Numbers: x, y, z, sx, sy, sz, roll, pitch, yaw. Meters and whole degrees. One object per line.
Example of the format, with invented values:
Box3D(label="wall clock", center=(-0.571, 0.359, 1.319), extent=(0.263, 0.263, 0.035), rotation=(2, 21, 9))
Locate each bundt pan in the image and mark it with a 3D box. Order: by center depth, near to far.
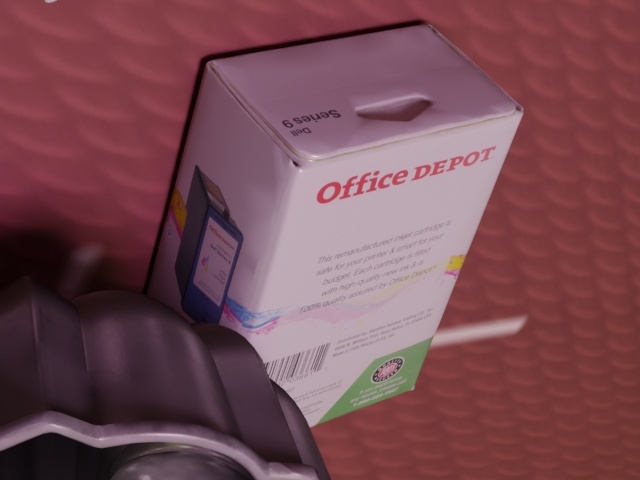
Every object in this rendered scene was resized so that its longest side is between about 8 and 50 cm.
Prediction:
Box3D(label="bundt pan", center=(-0.146, 0.137, 0.773), extent=(0.330, 0.124, 0.331), rotation=(-8, 140, -6))

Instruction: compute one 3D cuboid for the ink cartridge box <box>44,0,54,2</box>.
Box3D(label="ink cartridge box", center=(-0.087, -0.166, 0.618), extent=(0.209, 0.062, 0.109), rotation=(-29, 145, -19))

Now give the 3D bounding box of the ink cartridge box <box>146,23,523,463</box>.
Box3D(label="ink cartridge box", center=(0.000, 0.000, 0.868), extent=(0.154, 0.093, 0.212), rotation=(-16, 141, -35))
